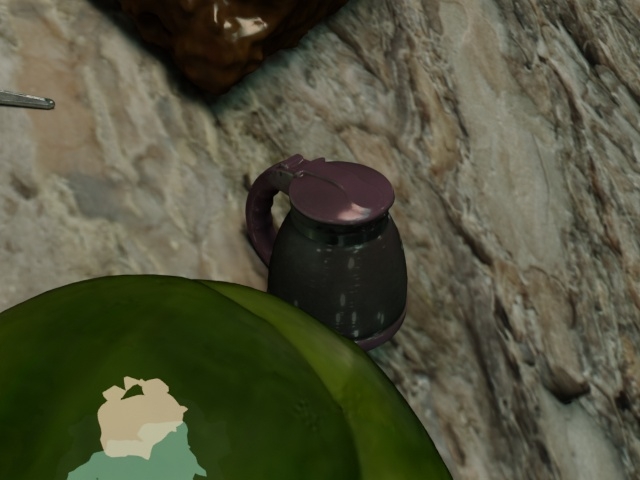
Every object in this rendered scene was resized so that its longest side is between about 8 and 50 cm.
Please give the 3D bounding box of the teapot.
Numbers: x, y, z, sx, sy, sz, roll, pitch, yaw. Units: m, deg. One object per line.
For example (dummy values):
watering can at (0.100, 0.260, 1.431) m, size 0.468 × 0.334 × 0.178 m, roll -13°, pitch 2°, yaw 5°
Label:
teapot at (0.010, -0.001, 0.660) m, size 0.116 × 0.145 × 0.148 m, roll -10°, pitch 40°, yaw -14°

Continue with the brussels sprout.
brussels sprout at (-0.095, 0.179, 0.435) m, size 0.371 × 0.276 × 0.314 m, roll -30°, pitch 93°, yaw -33°

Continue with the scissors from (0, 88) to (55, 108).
scissors at (-0.308, -0.123, 0.655) m, size 0.189 × 0.015 × 0.100 m, roll 5°, pitch 58°, yaw -26°

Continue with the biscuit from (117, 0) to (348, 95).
biscuit at (-0.123, -0.375, 0.805) m, size 0.395 × 0.166 × 0.342 m, roll 41°, pitch 50°, yaw 1°
